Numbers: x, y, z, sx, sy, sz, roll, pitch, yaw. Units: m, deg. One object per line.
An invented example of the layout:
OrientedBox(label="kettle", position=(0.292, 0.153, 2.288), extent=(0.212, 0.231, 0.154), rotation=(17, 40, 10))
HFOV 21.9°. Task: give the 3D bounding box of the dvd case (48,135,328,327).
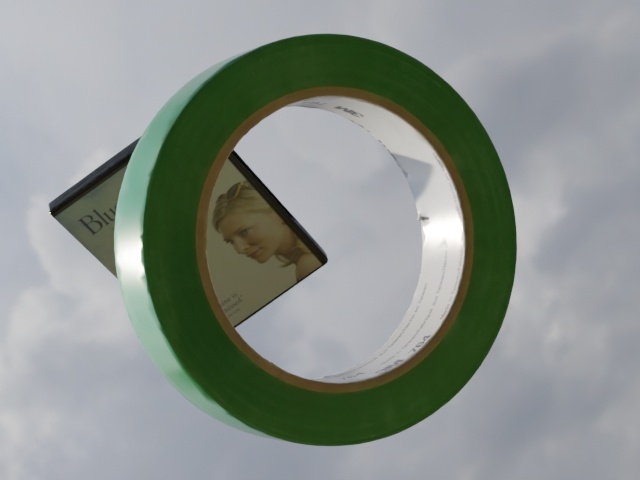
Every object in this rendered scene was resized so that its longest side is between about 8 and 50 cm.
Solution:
OrientedBox(label="dvd case", position=(-0.131, -0.007, 1.692), extent=(0.180, 0.022, 0.253), rotation=(-35, -53, 10))

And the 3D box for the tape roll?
OrientedBox(label="tape roll", position=(0.000, 0.000, 1.305), extent=(0.321, 0.077, 0.321), rotation=(1, -93, -24))
